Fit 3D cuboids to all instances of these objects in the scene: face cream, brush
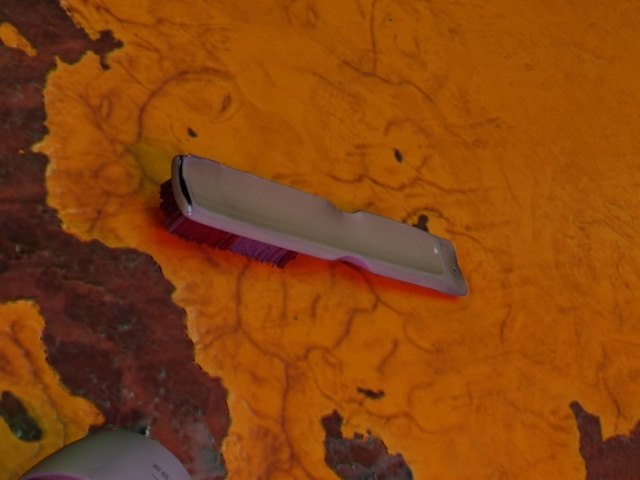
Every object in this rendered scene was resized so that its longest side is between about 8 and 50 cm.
[{"bbox_3d":[-0.134,0.178,0.843,0.117,0.117,0.104,46,34,-3],"label":"face cream"},{"bbox_3d":[0.000,0.000,1.152,0.321,0.050,0.060,16,48,-42],"label":"brush"}]
